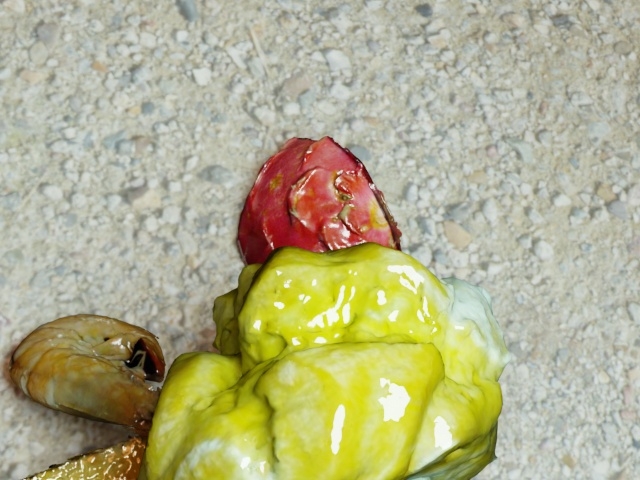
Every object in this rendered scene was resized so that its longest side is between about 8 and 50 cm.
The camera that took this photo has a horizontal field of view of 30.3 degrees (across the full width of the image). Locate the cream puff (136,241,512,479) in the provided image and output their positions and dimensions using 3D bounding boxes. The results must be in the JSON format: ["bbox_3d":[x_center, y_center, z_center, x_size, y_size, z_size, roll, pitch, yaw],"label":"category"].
[{"bbox_3d":[-0.018,0.143,1.060,0.378,0.378,0.275,-27,68,-24],"label":"cream puff"}]

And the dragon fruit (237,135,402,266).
[{"bbox_3d":[0.000,0.000,1.421,0.189,0.163,0.262,-36,82,2],"label":"dragon fruit"}]

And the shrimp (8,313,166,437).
[{"bbox_3d":[-0.212,0.143,1.258,0.287,0.063,0.152,17,33,34],"label":"shrimp"}]

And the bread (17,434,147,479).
[{"bbox_3d":[-0.244,0.283,1.224,0.229,0.143,0.139,-17,75,-21],"label":"bread"}]
